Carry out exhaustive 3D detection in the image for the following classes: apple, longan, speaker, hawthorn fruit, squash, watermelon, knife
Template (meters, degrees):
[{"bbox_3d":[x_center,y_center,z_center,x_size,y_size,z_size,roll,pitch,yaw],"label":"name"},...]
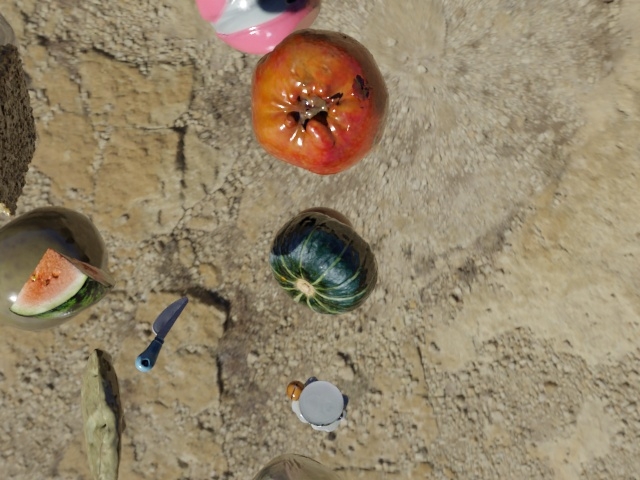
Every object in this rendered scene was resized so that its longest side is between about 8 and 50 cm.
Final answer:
[{"bbox_3d":[0.000,0.000,1.899,0.181,0.168,0.180,-3,79,16],"label":"apple"},{"bbox_3d":[-0.767,0.079,2.037,0.361,0.361,0.360,2,104,7],"label":"longan"},{"bbox_3d":[-0.143,-0.580,1.666,0.295,0.294,0.294,2,104,7],"label":"speaker"},{"bbox_3d":[0.009,-0.203,1.129,0.211,0.299,0.211,0,91,15],"label":"hawthorn fruit"},{"bbox_3d":[0.004,0.052,1.634,0.252,0.165,0.252,25,145,19],"label":"squash"},{"bbox_3d":[-0.457,0.093,1.368,0.193,0.145,0.137,-18,62,21],"label":"watermelon"},{"bbox_3d":[-0.436,0.247,2.008,0.058,0.244,0.032,31,149,-11],"label":"knife"}]

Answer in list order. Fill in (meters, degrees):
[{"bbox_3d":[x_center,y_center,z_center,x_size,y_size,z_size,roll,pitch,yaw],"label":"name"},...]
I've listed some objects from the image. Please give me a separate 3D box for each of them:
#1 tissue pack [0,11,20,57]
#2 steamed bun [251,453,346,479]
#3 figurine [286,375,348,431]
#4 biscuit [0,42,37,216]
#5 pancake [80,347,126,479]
[{"bbox_3d":[-0.557,-0.233,1.019,0.229,0.333,0.236,-37,120,16],"label":"tissue pack"},{"bbox_3d":[-0.048,0.427,1.195,0.170,0.239,0.152,-47,51,5],"label":"steamed bun"},{"bbox_3d":[-0.009,0.445,2.014,0.176,0.236,0.133,31,79,9],"label":"figurine"},{"bbox_3d":[-0.331,-0.096,0.760,0.026,0.236,0.131,-3,131,-6],"label":"biscuit"},{"bbox_3d":[-0.364,0.305,1.232,0.050,0.242,0.241,3,107,-26],"label":"pancake"}]
